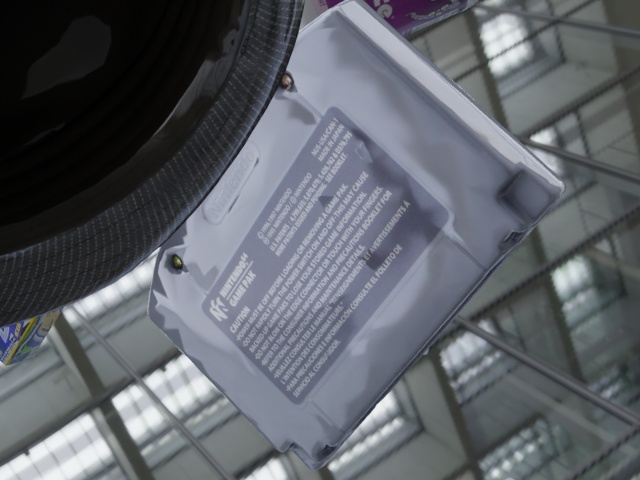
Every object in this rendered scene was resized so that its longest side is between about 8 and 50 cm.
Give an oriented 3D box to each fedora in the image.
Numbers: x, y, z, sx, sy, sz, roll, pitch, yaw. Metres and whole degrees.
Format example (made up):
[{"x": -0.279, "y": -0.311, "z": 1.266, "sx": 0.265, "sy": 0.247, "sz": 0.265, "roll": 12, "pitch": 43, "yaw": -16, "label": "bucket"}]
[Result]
[{"x": -0.132, "y": -0.083, "z": 0.358, "sx": 0.243, "sy": 0.124, "sz": 0.275, "roll": -15, "pitch": -26, "yaw": -22, "label": "fedora"}]

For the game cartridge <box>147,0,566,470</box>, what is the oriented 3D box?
[{"x": 0.000, "y": 0.000, "z": 0.741, "sx": 0.060, "sy": 0.196, "sz": 0.294, "roll": -39, "pitch": -12, "yaw": -51, "label": "game cartridge"}]

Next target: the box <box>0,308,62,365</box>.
[{"x": -0.302, "y": 0.049, "z": 1.235, "sx": 0.169, "sy": 0.059, "sz": 0.054, "roll": -56, "pitch": -14, "yaw": 14, "label": "box"}]

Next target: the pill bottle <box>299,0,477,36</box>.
[{"x": 0.089, "y": -0.327, "z": 1.353, "sx": 0.301, "sy": 0.169, "sz": 0.169, "roll": -25, "pitch": -63, "yaw": -6, "label": "pill bottle"}]

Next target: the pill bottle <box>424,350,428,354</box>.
[{"x": 0.059, "y": -0.015, "z": 1.051, "sx": 0.131, "sy": 0.131, "sz": 0.229, "roll": 8, "pitch": -93, "yaw": -31, "label": "pill bottle"}]

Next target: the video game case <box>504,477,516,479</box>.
[{"x": 0.120, "y": 0.284, "z": 1.042, "sx": 0.201, "sy": 0.023, "sz": 0.183, "roll": -34, "pitch": -32, "yaw": 13, "label": "video game case"}]
